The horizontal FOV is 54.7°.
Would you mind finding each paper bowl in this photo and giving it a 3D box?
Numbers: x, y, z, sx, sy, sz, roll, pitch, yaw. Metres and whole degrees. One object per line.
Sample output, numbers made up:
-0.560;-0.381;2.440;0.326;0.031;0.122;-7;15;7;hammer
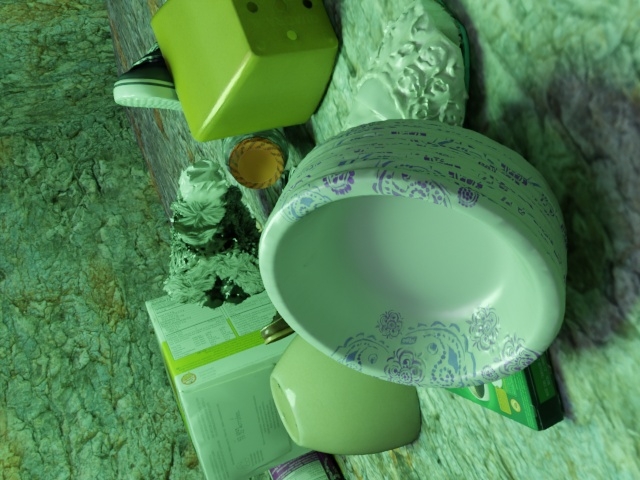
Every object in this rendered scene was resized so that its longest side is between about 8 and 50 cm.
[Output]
0.093;0.007;0.617;0.284;0.284;0.148;92;-165;-46;paper bowl

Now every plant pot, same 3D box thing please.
0.021;0.266;1.114;0.284;0.191;0.284;54;155;41;plant pot
-0.096;-0.294;0.911;0.187;0.212;0.212;-30;79;57;plant pot

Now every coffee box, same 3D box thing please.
-0.177;0.302;1.451;0.334;0.338;0.337;46;148;50;coffee box
0.200;0.144;0.740;0.184;0.040;0.113;2;109;69;coffee box

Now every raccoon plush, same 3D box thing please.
-0.199;-0.076;1.223;0.446;0.216;0.299;113;150;-48;raccoon plush

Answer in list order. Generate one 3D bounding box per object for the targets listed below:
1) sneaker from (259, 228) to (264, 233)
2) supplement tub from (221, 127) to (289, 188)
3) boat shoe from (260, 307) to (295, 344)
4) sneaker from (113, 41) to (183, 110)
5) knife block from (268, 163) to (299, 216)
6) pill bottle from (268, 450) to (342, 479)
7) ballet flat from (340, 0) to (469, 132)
-0.113;0.032;1.379;0.271;0.108;0.100;10;115;67;sneaker
-0.118;-0.178;1.108;0.190;0.117;0.117;-102;6;-54;supplement tub
-0.055;0.145;1.213;0.073;0.207;0.073;-30;83;29;boat shoe
-0.252;-0.287;1.055;0.321;0.126;0.127;-46;-44;-76;sneaker
0.000;0.000;1.064;0.242;0.088;0.275;3;108;68;knife block
-0.032;0.639;1.635;0.301;0.169;0.169;58;157;33;pill bottle
0.078;-0.070;0.737;0.147;0.147;0.408;53;153;41;ballet flat
